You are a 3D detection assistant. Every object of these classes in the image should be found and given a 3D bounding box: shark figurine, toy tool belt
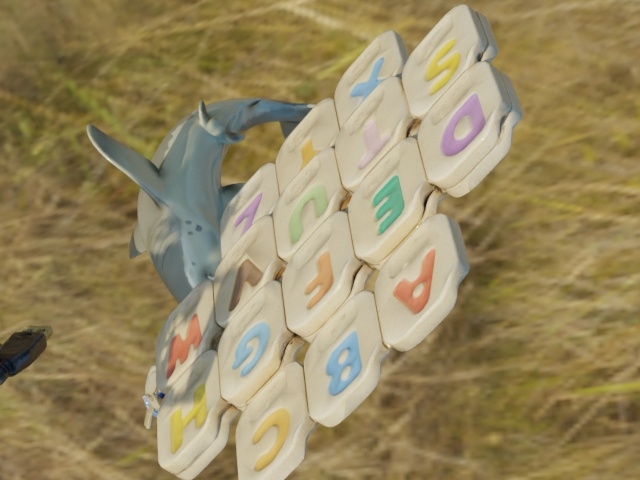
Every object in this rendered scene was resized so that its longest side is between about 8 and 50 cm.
[{"bbox_3d":[-0.083,-0.034,1.230,0.166,0.116,0.278,35,36,-6],"label":"shark figurine"},{"bbox_3d":[-0.124,0.136,1.553,0.052,0.083,0.051,30,66,-27],"label":"toy tool belt"}]

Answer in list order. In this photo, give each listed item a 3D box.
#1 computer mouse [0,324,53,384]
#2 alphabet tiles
[{"bbox_3d":[-0.242,-0.001,1.174,0.184,0.262,0.060,32,106,-5],"label":"computer mouse"},{"bbox_3d":[0.000,0.000,0.985,0.021,0.284,0.278,33,25,-24],"label":"alphabet tiles"}]
